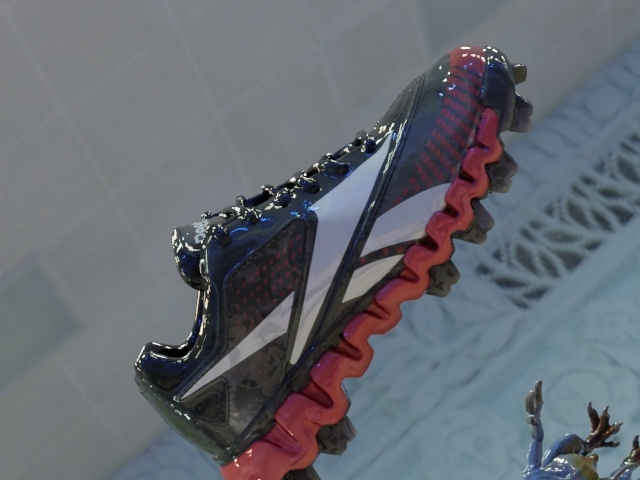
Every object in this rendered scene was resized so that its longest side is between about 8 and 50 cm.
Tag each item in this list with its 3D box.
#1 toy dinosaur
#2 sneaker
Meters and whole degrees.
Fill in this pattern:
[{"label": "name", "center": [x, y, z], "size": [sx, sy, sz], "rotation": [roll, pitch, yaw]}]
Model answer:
[{"label": "toy dinosaur", "center": [0.087, 0.090, 0.483], "size": [0.082, 0.047, 0.090], "rotation": [-33, -37, -34]}, {"label": "sneaker", "center": [0.000, 0.000, 0.738], "size": [0.276, 0.135, 0.097], "rotation": [-56, 7, 1]}]
